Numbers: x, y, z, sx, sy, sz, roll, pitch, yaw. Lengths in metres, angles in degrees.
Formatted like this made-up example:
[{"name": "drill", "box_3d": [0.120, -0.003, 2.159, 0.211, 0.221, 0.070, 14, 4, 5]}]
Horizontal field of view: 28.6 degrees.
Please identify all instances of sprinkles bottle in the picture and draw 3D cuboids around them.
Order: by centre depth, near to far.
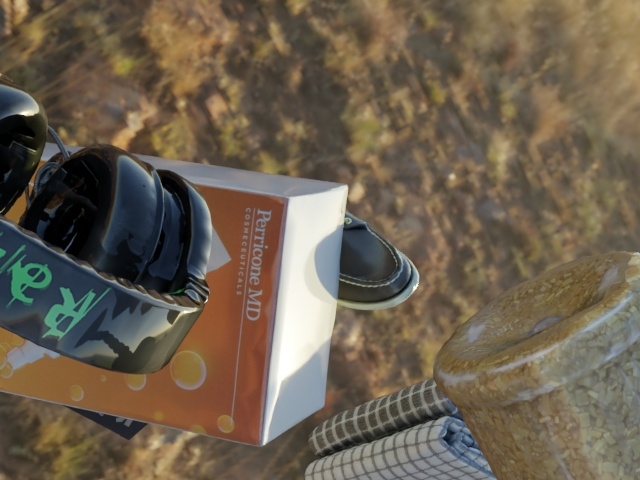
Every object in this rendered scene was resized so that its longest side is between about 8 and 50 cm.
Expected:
[{"name": "sprinkles bottle", "box_3d": [0.186, 0.184, 0.620, 0.355, 0.121, 0.121, 60, 27, -9]}]

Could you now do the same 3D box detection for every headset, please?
[{"name": "headset", "box_3d": [-0.201, -0.003, 0.801, 0.243, 0.185, 0.394, 33, 7, -10]}]

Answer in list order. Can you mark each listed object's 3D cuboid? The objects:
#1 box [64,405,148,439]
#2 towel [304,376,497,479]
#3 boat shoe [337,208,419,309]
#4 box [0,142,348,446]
[{"name": "box", "box_3d": [-0.288, 0.184, 1.803, 0.156, 0.158, 0.093, 34, 31, -27]}, {"name": "towel", "box_3d": [0.157, 0.260, 1.438, 0.283, 0.235, 0.121, 30, 50, -31]}, {"name": "boat shoe", "box_3d": [0.000, 0.000, 1.239, 0.081, 0.227, 0.069, -48, 135, -18]}, {"name": "box", "box_3d": [-0.170, 0.035, 1.139, 0.168, 0.345, 0.215, -16, 113, -71]}]
